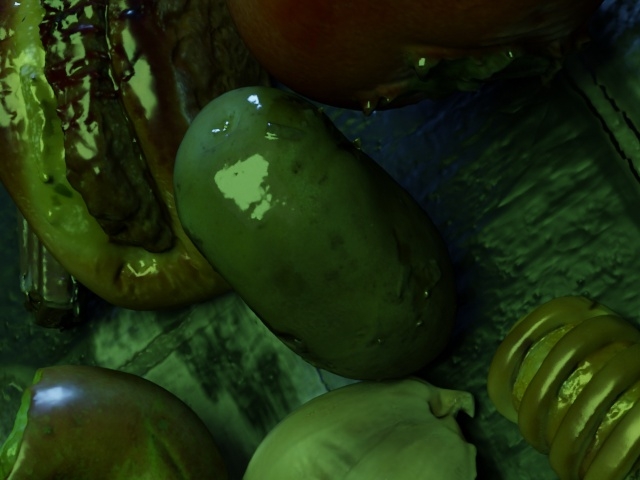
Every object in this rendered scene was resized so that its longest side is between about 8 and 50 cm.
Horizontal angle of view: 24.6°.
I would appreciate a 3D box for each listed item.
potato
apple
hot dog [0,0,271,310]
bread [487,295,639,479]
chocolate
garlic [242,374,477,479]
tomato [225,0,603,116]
[{"bbox_3d":[0.000,0.000,1.100,0.165,0.165,0.262,-42,102,16],"label":"potato"},{"bbox_3d":[-0.193,0.222,1.160,0.226,0.246,0.246,148,126,-70],"label":"apple"},{"bbox_3d":[-0.165,-0.151,1.244,0.185,0.223,0.405,-14,71,31],"label":"hot dog"},{"bbox_3d":[0.196,0.115,1.050,0.177,0.084,0.119,42,101,35],"label":"bread"},{"bbox_3d":[-0.257,-0.078,1.348,0.102,0.065,0.329,139,127,-63],"label":"chocolate"},{"bbox_3d":[0.029,0.209,1.113,0.217,0.110,0.228,16,87,36],"label":"garlic"},{"bbox_3d":[0.073,-0.254,1.062,0.322,0.321,0.321,-7,75,29],"label":"tomato"}]
